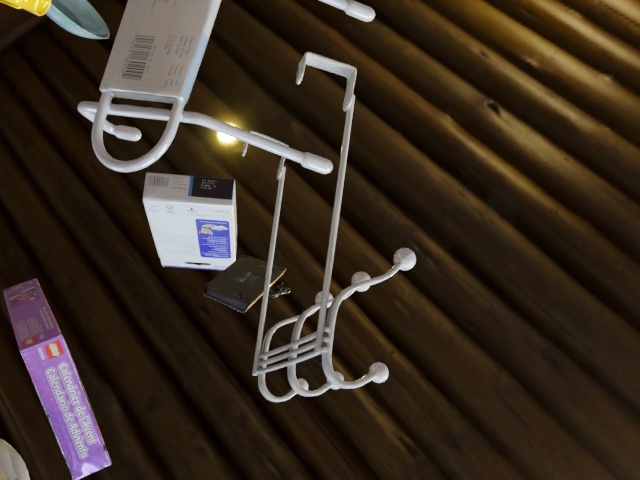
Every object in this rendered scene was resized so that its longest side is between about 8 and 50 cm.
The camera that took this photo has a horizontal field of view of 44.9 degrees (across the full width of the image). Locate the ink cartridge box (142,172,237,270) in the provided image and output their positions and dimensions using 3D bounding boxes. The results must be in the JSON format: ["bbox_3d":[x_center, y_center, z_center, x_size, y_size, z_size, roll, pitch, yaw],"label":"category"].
[{"bbox_3d":[-0.249,-0.029,1.536,0.166,0.332,0.065,4,-114,-5],"label":"ink cartridge box"}]

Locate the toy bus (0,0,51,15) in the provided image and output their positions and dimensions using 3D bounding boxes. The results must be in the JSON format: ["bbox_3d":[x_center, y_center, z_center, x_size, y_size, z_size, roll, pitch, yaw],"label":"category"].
[{"bbox_3d":[-0.284,-0.243,0.565,0.150,0.220,0.211,24,-85,9],"label":"toy bus"}]

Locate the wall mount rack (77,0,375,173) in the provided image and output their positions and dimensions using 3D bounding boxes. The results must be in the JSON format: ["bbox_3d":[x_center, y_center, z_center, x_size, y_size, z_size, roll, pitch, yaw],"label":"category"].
[{"bbox_3d":[-0.117,-0.219,0.918,0.304,0.130,0.349,11,-102,21],"label":"wall mount rack"}]

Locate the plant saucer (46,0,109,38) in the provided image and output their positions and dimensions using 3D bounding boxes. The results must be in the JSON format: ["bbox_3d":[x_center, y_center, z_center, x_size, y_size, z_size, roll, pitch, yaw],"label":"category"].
[{"bbox_3d":[-0.488,-0.443,1.465,0.037,0.195,0.195,-42,-118,14],"label":"plant saucer"}]

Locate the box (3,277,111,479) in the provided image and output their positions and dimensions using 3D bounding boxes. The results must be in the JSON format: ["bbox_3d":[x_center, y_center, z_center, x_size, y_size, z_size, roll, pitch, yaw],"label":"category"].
[{"bbox_3d":[-0.384,0.187,1.114,0.057,0.200,0.293,-22,-159,-20],"label":"box"}]

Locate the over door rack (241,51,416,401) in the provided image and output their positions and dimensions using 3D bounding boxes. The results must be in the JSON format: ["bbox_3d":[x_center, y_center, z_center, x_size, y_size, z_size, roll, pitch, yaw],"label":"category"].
[{"bbox_3d":[0.000,0.000,0.822,0.108,0.239,0.324,1,-105,-21],"label":"over door rack"}]

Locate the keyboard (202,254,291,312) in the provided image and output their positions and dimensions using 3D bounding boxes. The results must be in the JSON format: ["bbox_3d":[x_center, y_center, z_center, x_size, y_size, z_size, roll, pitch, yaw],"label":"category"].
[{"bbox_3d":[-0.104,0.071,1.213,0.108,0.180,0.023,18,-69,10],"label":"keyboard"}]

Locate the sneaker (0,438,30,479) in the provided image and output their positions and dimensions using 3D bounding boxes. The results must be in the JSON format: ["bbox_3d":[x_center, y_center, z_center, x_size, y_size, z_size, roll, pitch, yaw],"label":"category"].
[{"bbox_3d":[-0.259,0.239,0.606,0.232,0.115,0.090,31,-97,27],"label":"sneaker"}]
